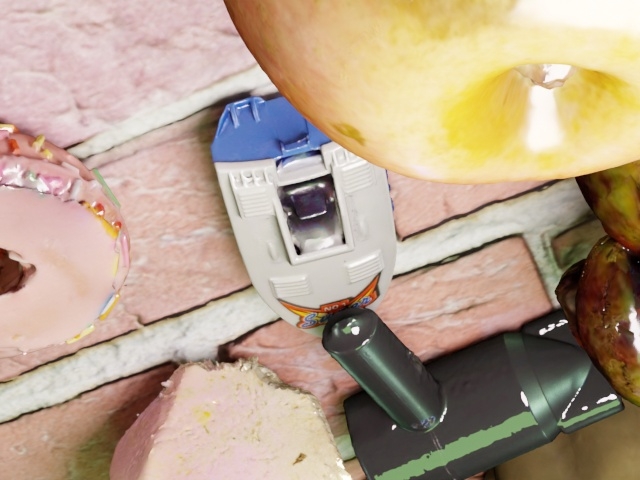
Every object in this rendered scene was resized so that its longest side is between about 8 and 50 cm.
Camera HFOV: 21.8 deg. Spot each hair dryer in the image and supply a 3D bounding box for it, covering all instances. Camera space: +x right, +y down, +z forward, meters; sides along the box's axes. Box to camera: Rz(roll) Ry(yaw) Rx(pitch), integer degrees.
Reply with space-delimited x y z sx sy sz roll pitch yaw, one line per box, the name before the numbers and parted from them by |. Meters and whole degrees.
hair dryer | 0.118 0.114 1.468 0.244 0.116 0.302 -26 149 11

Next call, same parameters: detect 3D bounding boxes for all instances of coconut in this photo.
coconut | -0.073 0.236 1.500 0.233 0.233 0.245 -10 147 -6

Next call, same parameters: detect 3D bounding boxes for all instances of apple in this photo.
apple | 0.114 -0.201 0.935 0.364 0.364 0.364 -9 141 -7

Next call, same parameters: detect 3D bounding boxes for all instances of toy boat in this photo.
toy boat | 0.000 0.000 1.334 0.129 0.088 0.295 -14 145 -1

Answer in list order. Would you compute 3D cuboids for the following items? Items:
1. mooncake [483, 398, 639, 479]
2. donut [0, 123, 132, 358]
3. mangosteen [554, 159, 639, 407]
mooncake | 0.348 0.256 1.679 0.379 0.200 0.378 -12 142 -10
donut | -0.243 0.001 1.261 0.199 0.085 0.233 -2 140 -14
mangosteen | 0.397 0.001 1.274 0.381 0.421 0.380 -27 128 -40
